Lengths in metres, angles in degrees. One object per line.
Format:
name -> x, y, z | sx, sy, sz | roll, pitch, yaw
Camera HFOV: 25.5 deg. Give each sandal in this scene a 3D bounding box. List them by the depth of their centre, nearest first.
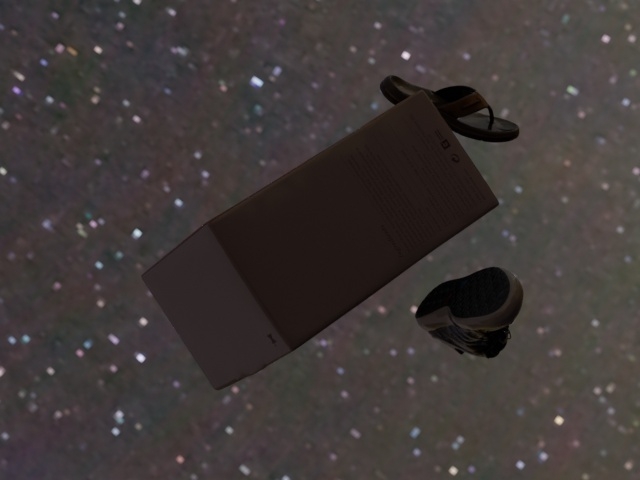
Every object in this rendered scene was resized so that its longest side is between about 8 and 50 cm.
sandal -> 0.193, -0.199, 2.046 | 0.090, 0.219, 0.060 | -85, 19, -66

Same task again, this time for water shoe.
water shoe -> 0.170, 0.078, 1.450 | 0.073, 0.080, 0.203 | -52, 12, -13

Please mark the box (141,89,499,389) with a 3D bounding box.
box -> 0.000, 0.000, 1.656 | 0.345, 0.168, 0.215 | -34, 0, -32
